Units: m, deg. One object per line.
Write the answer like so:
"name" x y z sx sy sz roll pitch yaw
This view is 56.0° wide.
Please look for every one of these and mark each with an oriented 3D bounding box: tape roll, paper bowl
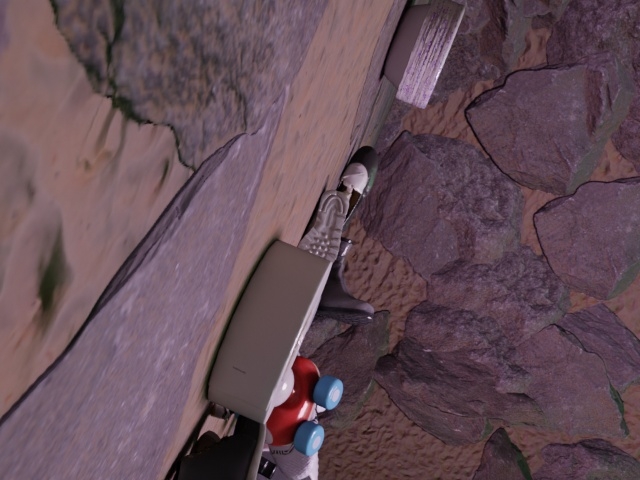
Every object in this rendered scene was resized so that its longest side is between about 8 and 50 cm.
"tape roll" -0.079 0.147 0.980 0.286 0.100 0.286 23 90 -87
"paper bowl" 0.269 -0.513 1.621 0.284 0.148 0.284 23 90 -86

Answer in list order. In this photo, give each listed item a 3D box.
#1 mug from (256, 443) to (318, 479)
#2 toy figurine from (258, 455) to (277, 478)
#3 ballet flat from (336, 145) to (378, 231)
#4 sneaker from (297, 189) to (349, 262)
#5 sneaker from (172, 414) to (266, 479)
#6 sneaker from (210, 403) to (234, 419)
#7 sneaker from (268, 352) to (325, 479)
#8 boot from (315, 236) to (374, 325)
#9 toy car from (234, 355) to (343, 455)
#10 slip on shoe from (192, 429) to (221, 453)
"mug" -0.181 0.702 1.871 0.374 0.276 0.328 -37 -170 10
"toy figurine" -0.219 0.598 1.414 0.213 0.148 0.209 -67 171 24
"ballet flat" 0.088 -0.139 1.742 0.096 0.095 0.280 -25 139 -67
"sneaker" 0.000 0.000 1.388 0.235 0.090 0.095 -64 -175 -20
"sneaker" -0.157 0.332 0.944 0.222 0.118 0.083 -86 -160 -63
"sneaker" -0.169 0.300 1.079 0.083 0.037 0.032 -57 167 -78
"sneaker" -0.055 0.470 1.615 0.210 0.137 0.366 60 13 -50
"boot" 0.040 0.092 1.570 0.338 0.118 0.223 4 -108 56
"toy car" -0.111 0.338 1.329 0.238 0.219 0.210 43 68 -55
"slip on shoe" -0.205 0.383 1.019 0.135 0.051 0.041 -63 165 24
